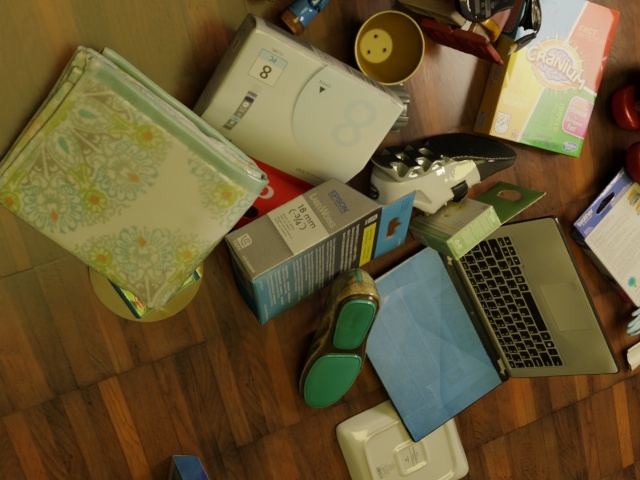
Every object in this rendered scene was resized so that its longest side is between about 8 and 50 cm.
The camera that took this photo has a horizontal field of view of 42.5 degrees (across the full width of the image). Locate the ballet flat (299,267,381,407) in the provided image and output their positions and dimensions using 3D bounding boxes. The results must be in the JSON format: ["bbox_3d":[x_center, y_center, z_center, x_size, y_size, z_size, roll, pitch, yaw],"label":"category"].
[{"bbox_3d":[0.037,0.192,1.643,0.123,0.123,0.348,-1,133,-22],"label":"ballet flat"}]

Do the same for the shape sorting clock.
[{"bbox_3d":[-0.320,0.049,1.516,0.206,0.040,0.206,-3,99,-17],"label":"shape sorting clock"}]

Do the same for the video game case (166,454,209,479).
[{"bbox_3d":[-0.252,0.578,1.551,0.061,0.269,0.244,8,100,-23],"label":"video game case"}]

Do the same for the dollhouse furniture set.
[{"bbox_3d":[0.249,-0.479,1.458,0.374,0.152,0.201,16,99,-61],"label":"dollhouse furniture set"}]

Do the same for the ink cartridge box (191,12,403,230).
[{"bbox_3d":[-0.084,-0.162,1.466,0.308,0.091,0.385,22,113,-28],"label":"ink cartridge box"}]

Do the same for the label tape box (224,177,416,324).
[{"bbox_3d":[0.000,0.000,1.526,0.334,0.240,0.106,-29,70,-13],"label":"label tape box"}]

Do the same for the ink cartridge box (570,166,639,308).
[{"bbox_3d":[0.706,-0.008,1.906,0.186,0.065,0.311,-48,118,-4],"label":"ink cartridge box"}]

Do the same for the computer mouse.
[{"bbox_3d":[0.301,-0.405,1.426,0.262,0.060,0.184,-35,125,-38],"label":"computer mouse"}]

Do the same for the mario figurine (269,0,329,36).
[{"bbox_3d":[0.042,-0.513,1.502,0.321,0.170,0.198,-34,149,0],"label":"mario figurine"}]

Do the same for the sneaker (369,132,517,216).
[{"bbox_3d":[0.244,-0.127,1.673,0.331,0.122,0.146,-11,125,-20],"label":"sneaker"}]

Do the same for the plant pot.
[{"bbox_3d":[0.117,-0.365,1.554,0.134,0.095,0.134,-4,106,-13],"label":"plant pot"}]

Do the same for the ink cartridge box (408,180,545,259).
[{"bbox_3d":[0.313,-0.063,1.672,0.235,0.171,0.056,-37,113,-10],"label":"ink cartridge box"}]

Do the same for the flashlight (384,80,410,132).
[{"bbox_3d":[0.014,-0.256,1.545,0.304,0.103,0.103,0,78,-21],"label":"flashlight"}]

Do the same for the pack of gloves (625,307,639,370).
[{"bbox_3d":[0.836,0.197,1.990,0.232,0.046,0.195,-36,131,-14],"label":"pack of gloves"}]

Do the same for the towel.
[{"bbox_3d":[-0.325,-0.100,1.382,0.374,0.090,0.320,38,110,-15],"label":"towel"}]

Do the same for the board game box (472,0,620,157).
[{"bbox_3d":[0.474,-0.353,1.724,0.242,0.064,0.316,9,100,-24],"label":"board game box"}]

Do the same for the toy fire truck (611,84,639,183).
[{"bbox_3d":[0.804,-0.253,1.815,0.254,0.169,0.302,-15,91,-35],"label":"toy fire truck"}]

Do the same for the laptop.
[{"bbox_3d":[0.328,0.196,1.682,0.236,0.408,0.382,-47,116,-43],"label":"laptop"}]

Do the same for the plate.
[{"bbox_3d":[0.195,0.475,1.831,0.278,0.045,0.277,-23,111,-15],"label":"plate"}]
